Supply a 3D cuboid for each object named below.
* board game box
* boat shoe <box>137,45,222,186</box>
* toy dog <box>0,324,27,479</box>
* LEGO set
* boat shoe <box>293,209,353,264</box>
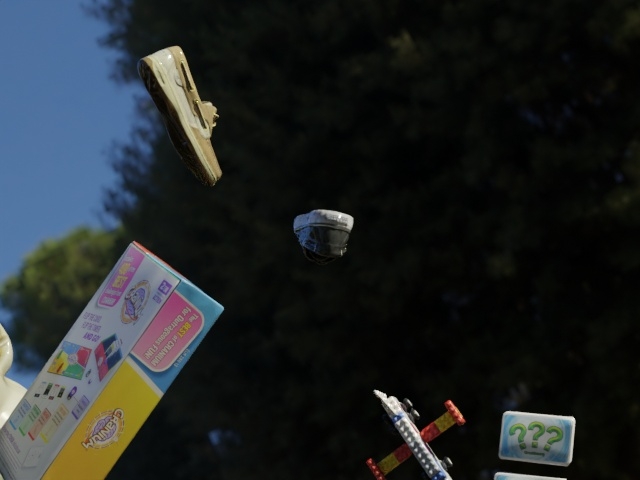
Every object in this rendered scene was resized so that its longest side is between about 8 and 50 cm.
[{"bbox_3d":[-0.260,0.166,2.067,0.064,0.242,0.316,36,-92,-22],"label":"board game box"},{"bbox_3d":[-0.117,-0.114,1.597,0.045,0.135,0.050,-33,24,-20],"label":"boat shoe"},{"bbox_3d":[-0.488,0.204,2.266,0.284,0.395,0.408,-47,-50,-14],"label":"toy dog"},{"bbox_3d":[0.132,0.258,1.818,0.244,0.182,0.060,5,-10,20],"label":"LEGO set"},{"bbox_3d":[0.000,0.000,1.551,0.049,0.040,0.142,11,-6,-4],"label":"boat shoe"}]
